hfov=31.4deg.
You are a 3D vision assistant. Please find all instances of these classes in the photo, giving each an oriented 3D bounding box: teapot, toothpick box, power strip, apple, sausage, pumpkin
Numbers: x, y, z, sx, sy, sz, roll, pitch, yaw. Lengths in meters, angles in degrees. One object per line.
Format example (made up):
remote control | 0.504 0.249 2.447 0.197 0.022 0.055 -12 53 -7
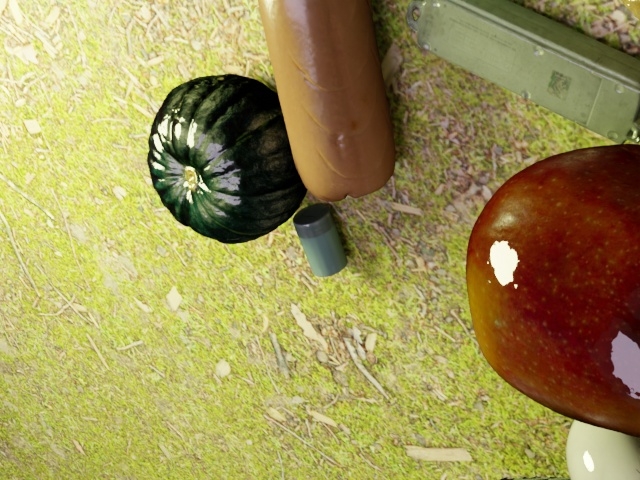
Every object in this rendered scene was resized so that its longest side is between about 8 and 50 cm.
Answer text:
teapot | 0.361 0.228 1.218 0.166 0.208 0.300 110 153 -47
toothpick box | 0.000 0.000 1.489 0.052 0.052 0.083 6 128 39
power strip | 0.212 -0.184 1.143 0.272 0.052 0.078 30 139 20
apple | 0.289 0.047 1.076 0.317 0.288 0.288 26 144 61
sausage | 0.011 -0.179 1.272 0.121 0.121 0.304 14 132 33
pumpkin | -0.114 -0.103 1.417 0.220 0.162 0.220 18 123 30

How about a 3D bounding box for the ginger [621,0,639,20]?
ginger | 0.373 -0.253 0.933 0.299 0.065 0.118 -13 120 44

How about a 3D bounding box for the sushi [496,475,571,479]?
sushi | 0.273 0.338 1.385 0.290 0.264 0.050 -10 86 43
